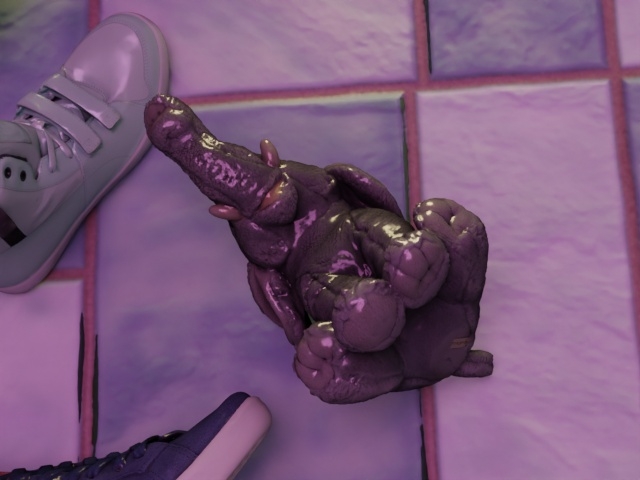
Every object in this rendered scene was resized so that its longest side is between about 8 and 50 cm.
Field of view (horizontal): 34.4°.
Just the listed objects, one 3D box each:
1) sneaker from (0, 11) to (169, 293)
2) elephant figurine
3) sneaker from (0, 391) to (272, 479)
[{"bbox_3d":[-0.205,-0.086,0.791,0.094,0.151,0.256,25,79,12],"label":"sneaker"},{"bbox_3d":[0.000,0.000,0.759,0.169,0.186,0.239,-23,42,-35],"label":"elephant figurine"},{"bbox_3d":[-0.201,0.194,0.733,0.350,0.131,0.148,-38,81,-4],"label":"sneaker"}]
